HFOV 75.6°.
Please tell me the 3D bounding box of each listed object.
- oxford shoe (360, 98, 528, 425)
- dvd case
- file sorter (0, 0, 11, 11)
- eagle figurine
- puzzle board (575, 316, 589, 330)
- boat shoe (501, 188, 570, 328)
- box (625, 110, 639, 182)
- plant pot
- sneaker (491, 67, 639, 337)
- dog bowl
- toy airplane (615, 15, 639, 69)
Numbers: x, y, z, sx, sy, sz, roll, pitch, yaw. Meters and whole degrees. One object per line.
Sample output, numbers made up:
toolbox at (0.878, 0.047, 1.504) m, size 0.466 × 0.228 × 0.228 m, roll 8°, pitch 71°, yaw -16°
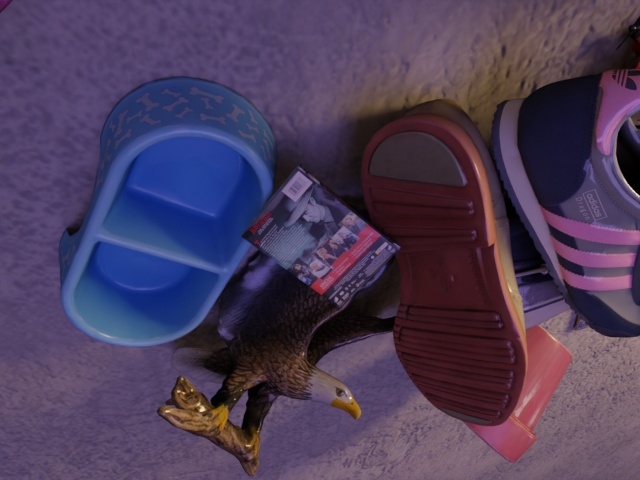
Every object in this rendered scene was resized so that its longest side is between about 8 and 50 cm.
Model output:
oxford shoe at (0.160, 0.041, 0.457) m, size 0.141 × 0.146 × 0.396 m, roll 5°, pitch 123°, yaw 32°
dvd case at (0.000, 0.000, 0.380) m, size 0.119 × 0.013 × 0.087 m, roll 37°, pitch 111°, yaw -15°
file sorter at (-0.230, -0.220, 0.108) m, size 0.182 × 0.202 × 0.291 m, roll -37°, pitch 122°, yaw 18°
eagle figurine at (-0.025, 0.126, 0.509) m, size 0.225 × 0.298 × 0.226 m, roll 40°, pitch 156°, yaw 0°
puzzle board at (0.553, 0.122, 0.791) m, size 0.128 × 0.011 × 0.096 m, roll -20°, pitch 132°, yaw -2°
boat shoe at (0.343, -0.017, 0.540) m, size 0.341 × 0.127 × 0.158 m, roll -23°, pitch 115°, yaw -14°
box at (0.448, -0.091, 0.429) m, size 0.262 × 0.127 × 0.231 m, roll -35°, pitch 115°, yaw -6°
plant pot at (0.286, 0.210, 0.666) m, size 0.180 × 0.201 × 0.201 m, roll -49°, pitch 128°, yaw 2°
sneaker at (0.289, -0.012, 0.390) m, size 0.319 × 0.112 × 0.131 m, roll 46°, pitch 148°, yaw -24°
dog bowl at (-0.152, -0.007, 0.408) m, size 0.166 × 0.074 × 0.297 m, roll 21°, pitch 118°, yaw -31°
toy airplane at (0.379, -0.201, 0.458) m, size 0.151 × 0.028 × 0.151 m, roll -9°, pitch 119°, yaw -17°
